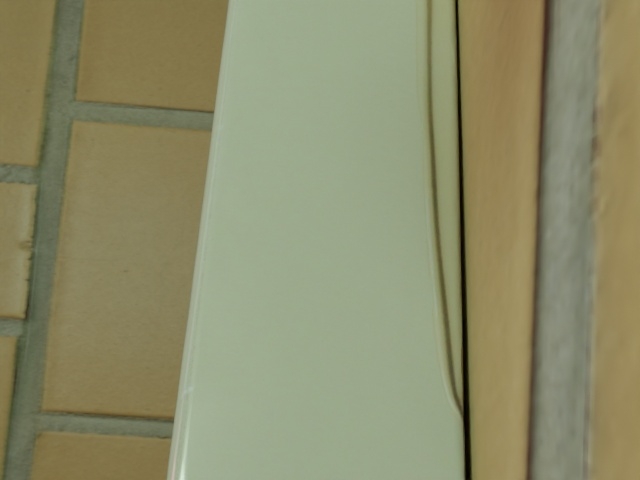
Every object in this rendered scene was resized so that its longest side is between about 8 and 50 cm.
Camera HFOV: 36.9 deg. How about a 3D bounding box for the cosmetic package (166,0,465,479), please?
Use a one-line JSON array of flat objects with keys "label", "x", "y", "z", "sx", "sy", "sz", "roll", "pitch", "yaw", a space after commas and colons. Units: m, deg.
[{"label": "cosmetic package", "x": 0.000, "y": 0.000, "z": 0.470, "sx": 0.160, "sy": 0.113, "sz": 0.310, "roll": 99, "pitch": 174, "yaw": -62}]
